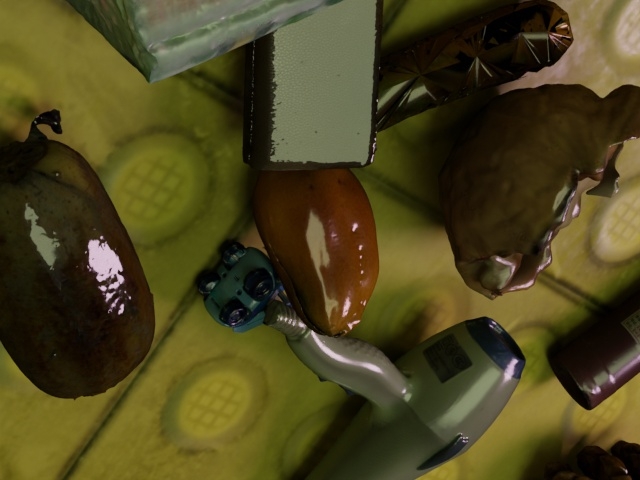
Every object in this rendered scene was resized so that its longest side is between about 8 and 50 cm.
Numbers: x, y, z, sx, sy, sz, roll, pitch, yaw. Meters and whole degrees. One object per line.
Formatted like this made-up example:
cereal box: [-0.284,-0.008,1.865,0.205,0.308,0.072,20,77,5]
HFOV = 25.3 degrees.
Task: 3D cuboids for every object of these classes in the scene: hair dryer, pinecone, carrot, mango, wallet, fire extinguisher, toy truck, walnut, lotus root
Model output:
hair dryer: [0.018,0.182,1.362,0.298,0.119,0.296,11,122,-32]
pinecone: [0.347,0.314,1.609,0.212,0.168,0.186,-4,120,-30]
carrot: [0.109,-0.147,1.219,0.228,0.069,0.069,-23,130,-16]
mango: [-0.003,-0.001,1.213,0.105,0.084,0.159,-21,106,-40]
wallet: [-0.006,-0.154,1.123,0.110,0.031,0.198,-2,110,-10]
fire extinguisher: [0.347,0.076,1.523,0.231,0.071,0.099,-38,105,-5]
toy truck: [-0.057,0.046,1.255,0.073,0.056,0.090,-49,146,11]
walnut: [0.180,-0.058,1.251,0.238,0.141,0.204,-54,170,29]
lotus root: [-0.202,0.027,1.101,0.124,0.123,0.241,-22,128,-7]

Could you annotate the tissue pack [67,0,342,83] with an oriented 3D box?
tissue pack: [-0.034,-0.245,0.951,0.310,0.228,0.128,-27,130,-16]
